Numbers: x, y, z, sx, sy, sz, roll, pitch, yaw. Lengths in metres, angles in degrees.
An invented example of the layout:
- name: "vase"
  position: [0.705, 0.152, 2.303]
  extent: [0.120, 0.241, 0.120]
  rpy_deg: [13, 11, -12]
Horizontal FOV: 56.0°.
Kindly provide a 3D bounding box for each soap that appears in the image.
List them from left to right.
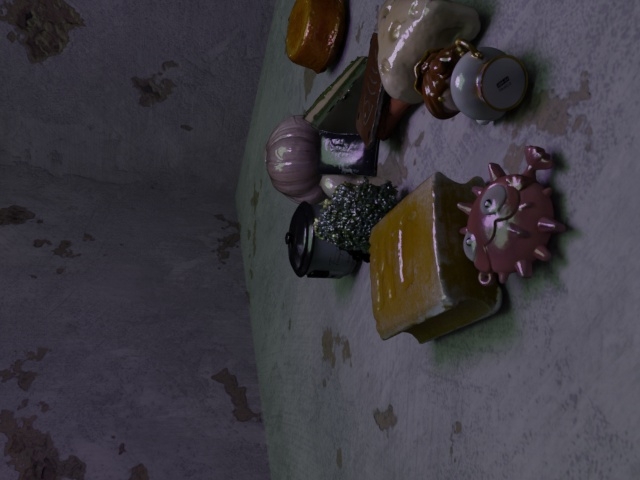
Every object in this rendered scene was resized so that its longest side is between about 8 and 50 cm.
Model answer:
- name: "soap"
  position: [0.235, 0.051, 1.303]
  extent: [0.335, 0.156, 0.293]
  rpy_deg: [136, 139, -63]

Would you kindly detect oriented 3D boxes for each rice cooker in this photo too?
- name: "rice cooker"
  position: [0.000, 0.000, 1.911]
  extent: [0.280, 0.227, 0.241]
  rpy_deg: [147, 125, -68]

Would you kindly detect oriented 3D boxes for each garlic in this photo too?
- name: "garlic"
  position: [-0.077, -0.283, 2.139]
  extent: [0.317, 0.259, 0.318]
  rpy_deg: [3, -90, -71]

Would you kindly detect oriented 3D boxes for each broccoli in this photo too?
- name: "broccoli"
  position: [0.120, -0.055, 1.652]
  extent: [0.263, 0.247, 0.243]
  rpy_deg: [-33, 6, 21]

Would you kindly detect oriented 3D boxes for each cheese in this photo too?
- name: "cheese"
  position: [0.218, -0.463, 1.384]
  extent: [0.248, 0.173, 0.251]
  rpy_deg: [-105, 32, -48]

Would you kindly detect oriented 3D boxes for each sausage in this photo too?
- name: "sausage"
  position: [0.205, -0.351, 1.592]
  extent: [0.304, 0.078, 0.078]
  rpy_deg: [136, 134, -64]

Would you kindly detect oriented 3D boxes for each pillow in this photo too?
- name: "pillow"
  position: [0.081, -0.264, 1.844]
  extent: [0.208, 0.055, 0.141]
  rpy_deg: [8, 100, 32]

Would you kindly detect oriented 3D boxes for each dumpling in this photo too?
- name: "dumpling"
  position: [0.078, -0.198, 1.931]
  extent: [0.155, 0.181, 0.111]
  rpy_deg: [-62, -19, -2]

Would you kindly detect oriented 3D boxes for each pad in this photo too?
- name: "pad"
  position: [0.144, -0.420, 1.676]
  extent: [0.286, 0.018, 0.284]
  rpy_deg: [-99, 17, -65]

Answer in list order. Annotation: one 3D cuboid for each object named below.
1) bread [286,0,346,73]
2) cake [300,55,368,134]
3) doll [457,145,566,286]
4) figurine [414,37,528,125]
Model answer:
- name: "bread"
  position: [-0.018, -0.767, 2.203]
  extent: [0.312, 0.172, 0.312]
  rpy_deg: [-174, 90, -71]
- name: "cake"
  position: [0.102, -0.445, 1.972]
  extent: [0.283, 0.172, 0.158]
  rpy_deg: [-50, 32, 4]
- name: "doll"
  position: [0.338, -0.040, 1.068]
  extent: [0.211, 0.093, 0.262]
  rpy_deg: [45, 120, 46]
- name: "figurine"
  position: [0.289, -0.316, 1.205]
  extent: [0.189, 0.142, 0.263]
  rpy_deg: [63, 169, -22]
